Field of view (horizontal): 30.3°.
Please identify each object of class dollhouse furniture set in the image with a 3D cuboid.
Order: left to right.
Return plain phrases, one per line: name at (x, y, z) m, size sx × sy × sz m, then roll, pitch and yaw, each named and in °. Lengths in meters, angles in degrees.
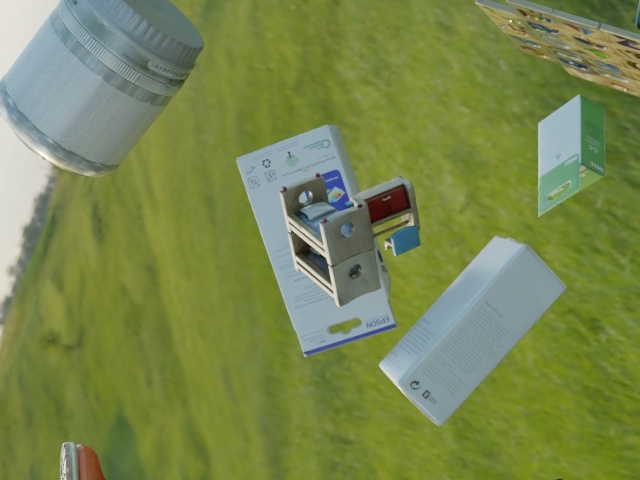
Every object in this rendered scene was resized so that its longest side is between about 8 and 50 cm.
dollhouse furniture set at (0.063, -0.026, 1.569) m, size 0.129 × 0.184 × 0.129 m, roll 38°, pitch 146°, yaw 53°

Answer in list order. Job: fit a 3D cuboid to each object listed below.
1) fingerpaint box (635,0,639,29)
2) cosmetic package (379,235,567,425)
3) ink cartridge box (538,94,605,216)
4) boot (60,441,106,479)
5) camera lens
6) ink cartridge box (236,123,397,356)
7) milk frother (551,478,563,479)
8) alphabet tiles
fingerpaint box at (0.665, -0.264, 1.401) m, size 0.371 × 0.445 × 0.163 m, roll 13°, pitch 92°, yaw 50°
cosmetic package at (0.185, 0.107, 1.456) m, size 0.231 × 0.085 × 0.117 m, roll -46°, pitch 12°, yaw -1°
ink cartridge box at (0.438, -0.139, 2.065) m, size 0.109 × 0.062 × 0.209 m, roll -36°, pitch 37°, yaw 47°
boot at (-0.149, 0.221, 0.901) m, size 0.059 × 0.085 × 0.158 m, roll 173°, pitch 80°, yaw -73°
camera lens at (-0.335, -0.250, 1.784) m, size 0.274 × 0.219 × 0.219 m, roll -48°, pitch 20°, yaw 17°
ink cartridge box at (0.000, 0.000, 1.845) m, size 0.065 × 0.165 × 0.332 m, roll -15°, pitch -93°, yaw -74°
milk frother at (0.390, 0.502, 2.008) m, size 0.143 × 0.129 × 0.134 m, roll 75°, pitch 168°, yaw -60°
alphabet tiles at (0.353, -0.227, 1.466) m, size 0.342 × 0.285 × 0.011 m, roll 17°, pitch -84°, yaw -65°
